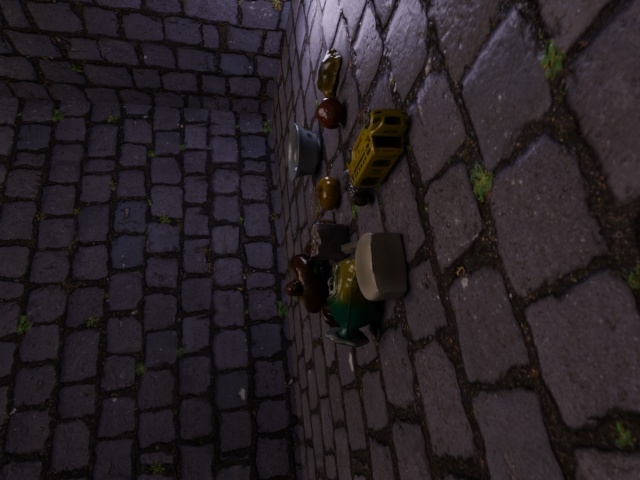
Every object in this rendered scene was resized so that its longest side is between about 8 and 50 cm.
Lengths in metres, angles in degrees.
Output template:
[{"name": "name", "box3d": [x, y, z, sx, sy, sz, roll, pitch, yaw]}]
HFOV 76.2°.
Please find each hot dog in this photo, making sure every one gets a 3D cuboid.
[{"name": "hot dog", "box3d": [0.000, 0.000, 2.274, 0.272, 0.122, 0.196, 117, 175, -62]}]

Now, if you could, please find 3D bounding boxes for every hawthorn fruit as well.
[{"name": "hawthorn fruit", "box3d": [0.052, -0.624, 2.023, 0.189, 0.148, 0.149, -107, 22, -49]}]

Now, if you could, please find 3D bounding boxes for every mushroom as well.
[{"name": "mushroom", "box3d": [-0.069, 0.254, 2.375, 0.345, 0.238, 0.346, 4, -90, -84]}]

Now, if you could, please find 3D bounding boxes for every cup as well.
[{"name": "cup", "box3d": [-0.095, -0.546, 2.534, 0.347, 0.162, 0.348, 178, 90, -75]}]

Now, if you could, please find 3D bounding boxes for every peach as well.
[{"name": "peach", "box3d": [0.040, -0.248, 2.163, 0.179, 0.103, 0.180, 177, 90, -78]}]

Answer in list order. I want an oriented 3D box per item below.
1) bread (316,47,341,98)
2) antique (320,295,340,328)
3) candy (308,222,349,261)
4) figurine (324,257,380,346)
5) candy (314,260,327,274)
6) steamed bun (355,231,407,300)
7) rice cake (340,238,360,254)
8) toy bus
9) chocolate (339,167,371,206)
[{"name": "bread", "box3d": [0.040, -0.882, 2.161, 0.161, 0.088, 0.233, -102, 20, -51]}, {"name": "antique", "box3d": [0.090, 0.349, 1.998, 0.257, 0.121, 0.144, -60, 43, 50]}, {"name": "candy", "box3d": [0.044, 0.013, 2.015, 0.137, 0.195, 0.185, 147, 125, -66]}, {"name": "figurine", "box3d": [0.134, 0.232, 1.649, 0.323, 0.231, 0.341, -28, -55, -76]}, {"name": "candy", "box3d": [0.024, 0.068, 2.147, 0.078, 0.203, 0.141, 42, 146, 5]}, {"name": "steamed bun", "box3d": [0.210, 0.096, 1.462, 0.164, 0.146, 0.242, 140, 128, -65]}, {"name": "rice cake", "box3d": [0.153, 0.027, 1.841, 0.052, 0.057, 0.256, -67, 12, -13]}, {"name": "toy bus", "box3d": [0.203, -0.327, 1.473, 0.330, 0.144, 0.152, 119, 147, -64]}, {"name": "chocolate", "box3d": [0.147, -0.232, 1.760, 0.248, 0.110, 0.110, -108, 23, -55]}]
